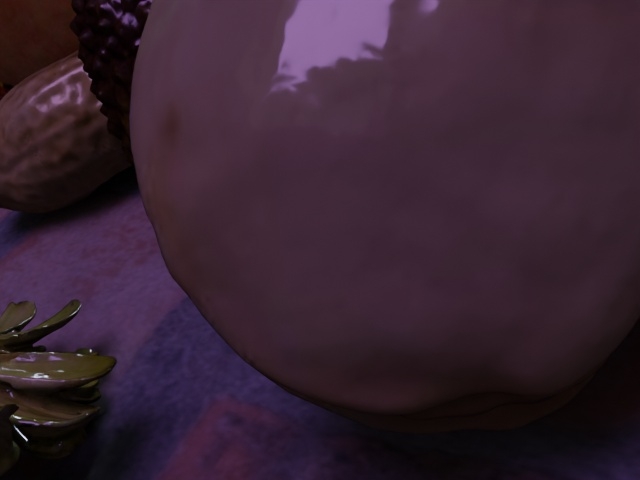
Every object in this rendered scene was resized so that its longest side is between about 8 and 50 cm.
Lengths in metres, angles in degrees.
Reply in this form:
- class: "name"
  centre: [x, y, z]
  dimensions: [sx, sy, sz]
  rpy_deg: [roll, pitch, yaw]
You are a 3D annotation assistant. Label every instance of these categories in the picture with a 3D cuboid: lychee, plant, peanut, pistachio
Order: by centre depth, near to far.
- class: "pistachio"
  centre: [0.087, -0.103, 0.485]
  dimensions: [0.365, 0.281, 0.445]
  rpy_deg: [19, 67, 4]
- class: "plant"
  centre: [-0.317, 0.109, 0.530]
  dimensions: [0.261, 0.297, 0.306]
  rpy_deg: [-54, 15, 7]
- class: "lychee"
  centre: [-0.080, -0.145, 0.688]
  dimensions: [0.236, 0.271, 0.236]
  rpy_deg: [-42, 13, 12]
- class: "peanut"
  centre: [-0.229, -0.131, 0.863]
  dimensions: [0.325, 0.140, 0.153]
  rpy_deg: [-28, 17, 9]

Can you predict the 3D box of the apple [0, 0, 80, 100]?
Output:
- class: "apple"
  centre: [-0.337, -0.341, 1.015]
  dimensions: [0.391, 0.346, 0.391]
  rpy_deg: [-21, 31, 13]
